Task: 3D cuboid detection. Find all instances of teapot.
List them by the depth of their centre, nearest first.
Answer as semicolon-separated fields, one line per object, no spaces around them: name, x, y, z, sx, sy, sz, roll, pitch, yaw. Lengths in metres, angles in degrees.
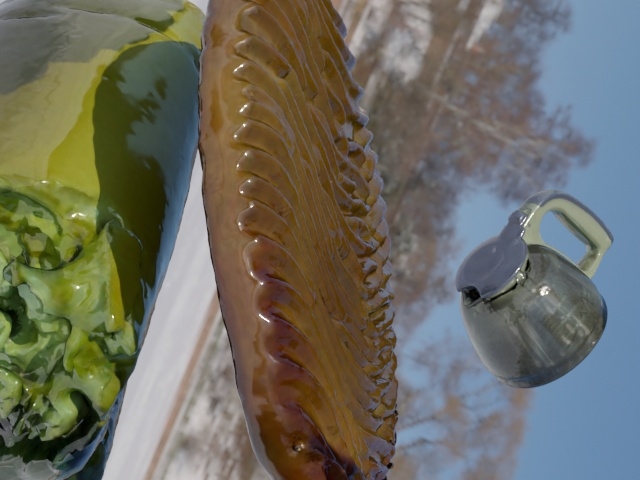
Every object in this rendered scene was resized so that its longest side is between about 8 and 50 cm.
teapot;0.174;0.037;1.027;0.149;0.108;0.111;-38;-151;8

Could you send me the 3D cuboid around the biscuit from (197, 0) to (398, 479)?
biscuit;0.000;0.000;0.692;0.318;0.040;0.318;-8;90;-78

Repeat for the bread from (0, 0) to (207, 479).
bread;-0.183;-0.015;0.791;0.376;0.208;0.251;-79;-166;-58
